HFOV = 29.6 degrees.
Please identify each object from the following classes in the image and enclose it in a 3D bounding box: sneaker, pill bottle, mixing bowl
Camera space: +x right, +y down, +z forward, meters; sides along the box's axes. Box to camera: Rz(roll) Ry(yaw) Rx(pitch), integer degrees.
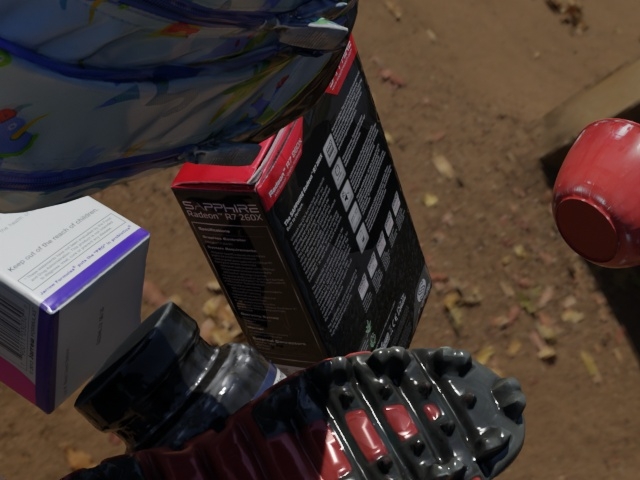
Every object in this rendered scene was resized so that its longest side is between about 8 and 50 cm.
[{"bbox_3d":[-0.021,0.143,0.641,0.276,0.135,0.098,-22,57,-9],"label":"sneaker"},{"bbox_3d":[-0.050,0.147,0.802,0.219,0.123,0.123,43,50,-10],"label":"pill bottle"},{"bbox_3d":[0.330,-0.037,1.375,0.098,0.181,0.181,-37,90,-27],"label":"mixing bowl"}]

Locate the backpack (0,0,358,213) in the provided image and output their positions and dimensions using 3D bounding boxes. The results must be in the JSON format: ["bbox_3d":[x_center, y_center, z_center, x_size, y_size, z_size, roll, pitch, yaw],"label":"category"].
[{"bbox_3d":[-0.118,-0.147,0.458,0.355,0.273,0.290,-29,97,-52],"label":"backpack"}]

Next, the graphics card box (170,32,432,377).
[{"bbox_3d":[0.000,0.000,1.161,0.233,0.094,0.371,-66,147,-37],"label":"graphics card box"}]

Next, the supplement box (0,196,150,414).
[{"bbox_3d":[-0.248,0.009,0.904,0.220,0.111,0.114,29,44,17],"label":"supplement box"}]

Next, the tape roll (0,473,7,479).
[{"bbox_3d":[-0.269,0.240,0.655,0.286,0.286,0.100,-20,37,-39],"label":"tape roll"}]
